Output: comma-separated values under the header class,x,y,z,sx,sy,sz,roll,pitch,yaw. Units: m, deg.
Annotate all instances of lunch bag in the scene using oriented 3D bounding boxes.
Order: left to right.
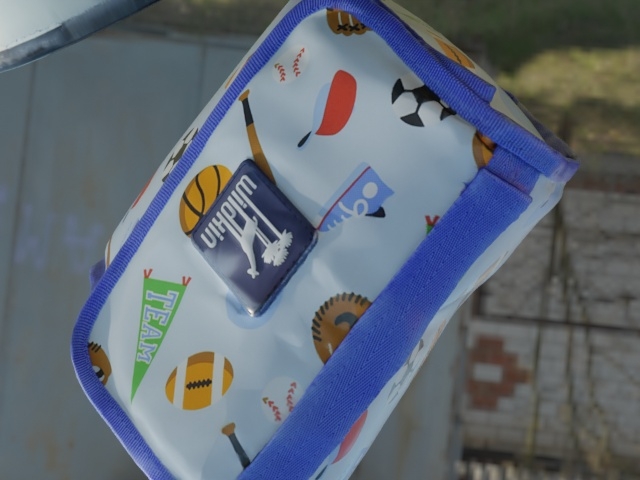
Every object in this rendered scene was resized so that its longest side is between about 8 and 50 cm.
class,x,y,z,sx,sy,sz,roll,pitch,yaw
lunch bag,0.000,0.000,1.151,0.239,0.328,0.385,34,-169,-16

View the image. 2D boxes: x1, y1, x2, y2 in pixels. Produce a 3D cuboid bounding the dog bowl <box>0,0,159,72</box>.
class,x,y,z,sx,sy,sz,roll,pitch,yaw
dog bowl,-0.125,-0.276,1.075,0.408,0.408,0.150,3,131,53
